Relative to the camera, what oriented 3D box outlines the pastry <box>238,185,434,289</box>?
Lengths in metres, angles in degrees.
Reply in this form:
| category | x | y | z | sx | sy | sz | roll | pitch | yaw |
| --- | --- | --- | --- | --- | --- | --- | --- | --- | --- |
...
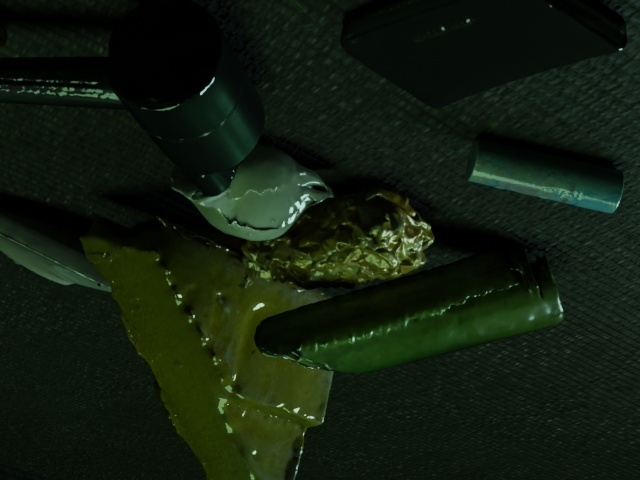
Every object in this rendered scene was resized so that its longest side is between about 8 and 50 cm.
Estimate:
| category | x | y | z | sx | sy | sz | roll | pitch | yaw |
| --- | --- | --- | --- | --- | --- | --- | --- | --- | --- |
| pastry | 0.000 | 0.000 | 1.987 | 0.250 | 0.102 | 0.154 | -6 | 162 | 36 |

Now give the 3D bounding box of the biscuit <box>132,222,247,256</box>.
| category | x | y | z | sx | sy | sz | roll | pitch | yaw |
| --- | --- | --- | --- | --- | --- | --- | --- | --- | --- |
| biscuit | -0.156 | 0.026 | 2.251 | 0.212 | 0.036 | 0.212 | 8 | 161 | 3 |

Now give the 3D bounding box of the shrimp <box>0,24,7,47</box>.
| category | x | y | z | sx | sy | sz | roll | pitch | yaw |
| --- | --- | --- | --- | --- | --- | --- | --- | --- | --- |
| shrimp | -0.397 | -0.198 | 1.660 | 0.187 | 0.052 | 0.132 | -8 | 170 | 23 |

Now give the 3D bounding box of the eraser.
| category | x | y | z | sx | sy | sz | roll | pitch | yaw |
| --- | --- | --- | --- | --- | --- | --- | --- | --- | --- |
| eraser | -0.347 | 0.013 | 2.255 | 0.204 | 0.059 | 0.243 | 12 | 163 | 42 |

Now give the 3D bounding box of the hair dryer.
| category | x | y | z | sx | sy | sz | roll | pitch | yaw |
| --- | --- | --- | --- | --- | --- | --- | --- | --- | --- |
| hair dryer | -0.210 | -0.137 | 1.667 | 0.302 | 0.116 | 0.244 | 5 | 161 | 13 |

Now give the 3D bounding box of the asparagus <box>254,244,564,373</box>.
| category | x | y | z | sx | sy | sz | roll | pitch | yaw |
| --- | --- | --- | --- | --- | --- | --- | --- | --- | --- |
| asparagus | 0.104 | 0.093 | 2.027 | 0.382 | 0.108 | 0.128 | -14 | 170 | -12 |

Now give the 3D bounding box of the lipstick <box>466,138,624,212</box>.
| category | x | y | z | sx | sy | sz | roll | pitch | yaw |
| --- | --- | --- | --- | --- | --- | --- | --- | --- | --- |
| lipstick | 0.231 | -0.067 | 1.762 | 0.158 | 0.048 | 0.048 | 12 | 161 | -7 |

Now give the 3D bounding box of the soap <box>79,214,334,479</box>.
| category | x | y | z | sx | sy | sz | roll | pitch | yaw |
| --- | --- | --- | --- | --- | --- | --- | --- | --- | --- |
| soap | -0.164 | 0.161 | 2.115 | 0.338 | 0.304 | 0.169 | 25 | 158 | -31 |

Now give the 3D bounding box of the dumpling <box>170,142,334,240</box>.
| category | x | y | z | sx | sy | sz | roll | pitch | yaw |
| --- | --- | --- | --- | --- | --- | --- | --- | --- | --- |
| dumpling | -0.081 | -0.057 | 1.884 | 0.188 | 0.108 | 0.127 | -2 | -170 | -20 |

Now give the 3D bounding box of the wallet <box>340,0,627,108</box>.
| category | x | y | z | sx | sy | sz | roll | pitch | yaw |
| --- | --- | --- | --- | --- | --- | --- | --- | --- | --- |
| wallet | 0.133 | -0.178 | 1.494 | 0.149 | 0.044 | 0.250 | 28 | 155 | -35 |
